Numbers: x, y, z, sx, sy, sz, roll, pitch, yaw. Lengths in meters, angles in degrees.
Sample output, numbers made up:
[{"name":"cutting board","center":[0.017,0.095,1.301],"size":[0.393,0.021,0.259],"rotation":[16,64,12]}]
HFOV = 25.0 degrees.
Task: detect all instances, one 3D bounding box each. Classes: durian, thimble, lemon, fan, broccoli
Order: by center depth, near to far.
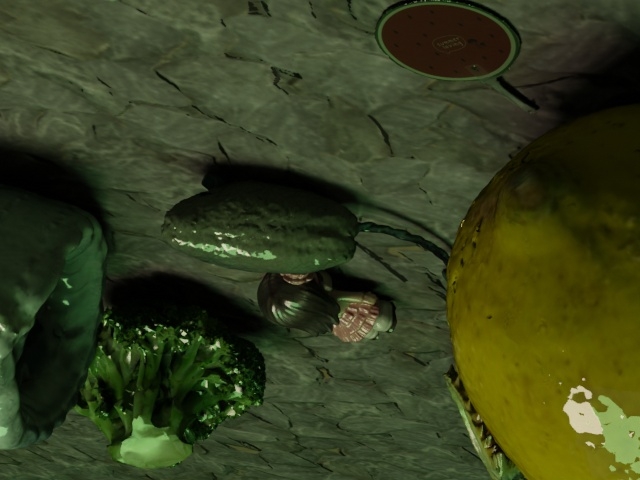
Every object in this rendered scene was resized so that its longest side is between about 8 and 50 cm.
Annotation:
[{"name":"lemon","center":[0.207,0.048,0.846],"size":[0.310,0.257,0.258],"rotation":[36,147,-28]},{"name":"fan","center":[0.089,-0.106,0.856],"size":[0.085,0.005,0.133],"rotation":[-12,147,41]},{"name":"thimble","center":[-0.276,0.053,1.129],"size":[0.172,0.204,0.250],"rotation":[15,173,6]},{"name":"durian","center":[0.174,0.178,1.298],"size":[0.145,0.139,0.252],"rotation":[11,157,10]},{"name":"broccoli","center":[-0.142,0.126,1.311],"size":[0.196,0.156,0.195],"rotation":[-2,125,-2]}]

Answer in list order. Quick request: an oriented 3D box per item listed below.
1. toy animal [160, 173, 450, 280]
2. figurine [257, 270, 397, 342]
[{"name":"toy animal","center":[0.007,-0.003,1.070],"size":[0.253,0.070,0.079],"rotation":[7,-166,-21]},{"name":"figurine","center":[0.007,0.053,1.191],"size":[0.129,0.054,0.072],"rotation":[24,146,-31]}]
